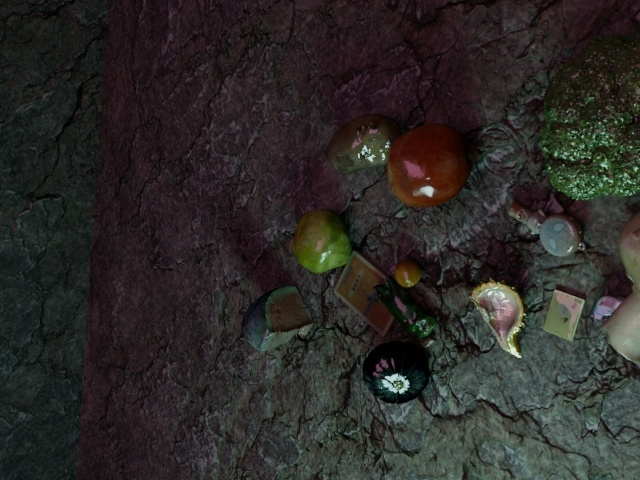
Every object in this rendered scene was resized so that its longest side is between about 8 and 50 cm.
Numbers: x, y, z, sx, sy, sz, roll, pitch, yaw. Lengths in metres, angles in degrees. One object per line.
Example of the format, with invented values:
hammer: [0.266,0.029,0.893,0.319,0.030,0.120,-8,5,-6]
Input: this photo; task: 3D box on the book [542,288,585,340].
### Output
book: [0.603,0.185,1.543,0.077,0.014,0.111,23,107,40]

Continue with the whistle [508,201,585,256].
whistle: [0.566,-0.033,1.548,0.220,0.057,0.107,36,128,41]

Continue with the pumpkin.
pumpkin: [0.218,0.381,1.801,0.194,0.194,0.150,-53,31,30]

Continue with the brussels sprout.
brussels sprout: [0.000,0.000,1.995,0.223,0.161,0.223,11,106,41]

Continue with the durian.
durian: [0.483,0.196,1.620,0.140,0.078,0.224,-21,88,29]

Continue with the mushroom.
mushroom: [0.711,0.107,1.259,0.314,0.314,0.336,48,121,31]

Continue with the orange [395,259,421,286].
orange: [0.256,0.097,1.821,0.085,0.085,0.085,1,92,43]

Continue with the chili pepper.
chili pepper: [0.241,0.196,1.832,0.224,0.061,0.098,42,124,24]

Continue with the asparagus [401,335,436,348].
asparagus: [0.275,0.308,1.840,0.165,0.030,0.036,-22,52,43]

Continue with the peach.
peach: [0.308,-0.204,1.683,0.232,0.257,0.232,171,90,-86]

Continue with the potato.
potato: [0.129,-0.295,1.880,0.262,0.165,0.164,-8,86,39]

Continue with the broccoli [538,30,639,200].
broccoli: [0.623,-0.257,1.330,0.321,0.310,0.413,-19,44,35]

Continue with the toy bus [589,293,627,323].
toy bus: [0.695,0.167,1.428,0.123,0.060,0.074,22,101,38]

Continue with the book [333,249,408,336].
book: [0.153,0.163,1.956,0.242,0.018,0.170,40,116,34]

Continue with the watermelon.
watermelon: [-0.133,0.259,2.091,0.226,0.318,0.148,27,110,-5]
